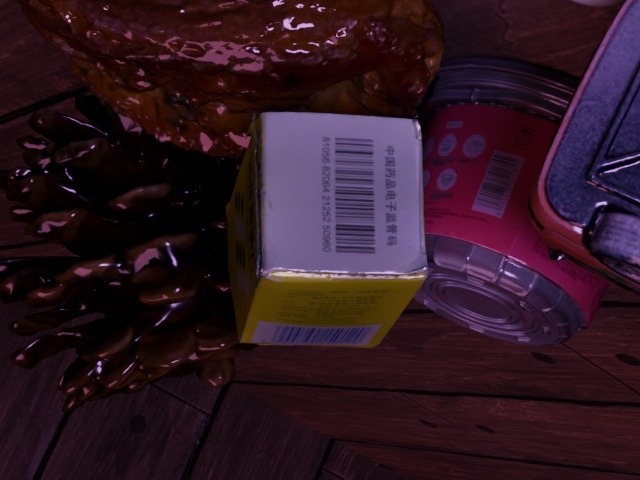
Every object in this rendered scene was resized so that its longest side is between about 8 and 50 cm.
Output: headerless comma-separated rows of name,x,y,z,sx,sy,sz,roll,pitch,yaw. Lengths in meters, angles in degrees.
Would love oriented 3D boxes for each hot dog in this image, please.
hot dog,-0.090,-0.174,1.199,0.387,0.174,0.267,17,170,21

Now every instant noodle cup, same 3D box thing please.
instant noodle cup,0.171,-0.019,1.309,0.258,0.181,0.302,30,162,-15

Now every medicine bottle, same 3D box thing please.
medicine bottle,0.000,0.000,1.222,0.141,0.137,0.250,3,163,-8

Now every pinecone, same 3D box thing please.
pinecone,-0.169,-0.007,1.552,0.398,0.397,0.398,22,163,7

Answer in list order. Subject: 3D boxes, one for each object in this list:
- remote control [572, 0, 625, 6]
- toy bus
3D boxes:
remote control,0.203,-0.206,0.942,0.078,0.042,0.221,27,163,-9
toy bus,0.362,0.001,1.011,0.427,0.203,0.233,27,174,6
